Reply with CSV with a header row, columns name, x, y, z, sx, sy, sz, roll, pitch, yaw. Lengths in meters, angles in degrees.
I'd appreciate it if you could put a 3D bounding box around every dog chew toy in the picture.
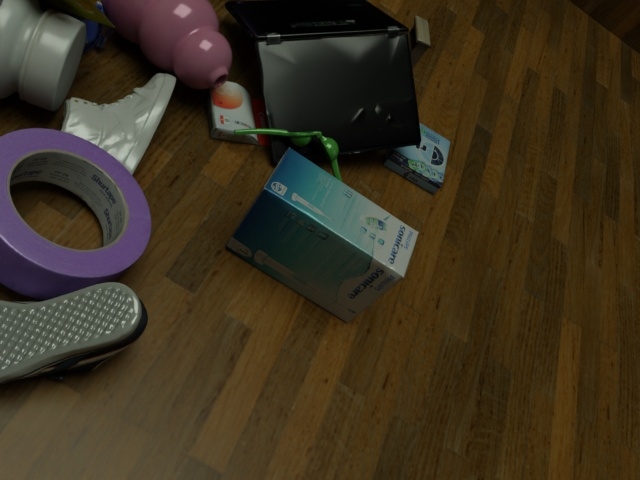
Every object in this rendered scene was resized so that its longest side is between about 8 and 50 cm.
name,x,y,z,sx,sy,sz,roll,pitch,yaw
dog chew toy,-0.311,-0.457,1.247,0.332,0.206,0.206,50,49,9

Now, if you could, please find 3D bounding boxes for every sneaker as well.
name,x,y,z,sx,sy,sz,roll,pitch,yaw
sneaker,-0.413,0.145,0.860,0.321,0.127,0.126,-8,70,-6
sneaker,-0.394,-0.250,1.130,0.169,0.108,0.293,26,51,-17

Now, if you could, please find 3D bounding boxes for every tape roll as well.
name,x,y,z,sx,sy,sz,roll,pitch,yaw
tape roll,-0.417,-0.043,0.944,0.274,0.090,0.275,30,41,-30

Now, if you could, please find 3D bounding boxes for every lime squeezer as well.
name,x,y,z,sx,sy,sz,roll,pitch,yaw
lime squeezer,-0.033,-0.198,1.297,0.310,0.110,0.059,31,23,-19

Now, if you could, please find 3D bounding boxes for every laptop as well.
name,x,y,z,sx,sy,sz,roll,pitch,yaw
laptop,0.005,-0.411,1.435,0.381,0.236,0.408,-10,40,-21

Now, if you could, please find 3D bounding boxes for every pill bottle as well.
name,x,y,z,sx,sy,sz,roll,pitch,yaw
pill bottle,-0.615,-0.371,1.017,0.361,0.204,0.204,20,52,-18

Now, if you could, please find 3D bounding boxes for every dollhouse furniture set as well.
name,x,y,z,sx,sy,sz,roll,pitch,yaw
dollhouse furniture set,0.154,-0.556,1.618,0.242,0.161,0.212,17,53,-20

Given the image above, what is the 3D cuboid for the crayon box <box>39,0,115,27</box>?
name,x,y,z,sx,sy,sz,roll,pitch,yaw
crayon box,-0.525,-0.489,1.026,0.318,0.202,0.081,21,91,-1

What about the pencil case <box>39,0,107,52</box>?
name,x,y,z,sx,sy,sz,roll,pitch,yaw
pencil case,-0.573,-0.508,1.186,0.306,0.119,0.133,40,69,-2

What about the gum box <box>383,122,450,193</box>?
name,x,y,z,sx,sy,sz,roll,pitch,yaw
gum box,0.255,-0.229,1.541,0.157,0.041,0.184,29,49,-12

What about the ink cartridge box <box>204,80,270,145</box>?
name,x,y,z,sx,sy,sz,roll,pitch,yaw
ink cartridge box,-0.165,-0.286,1.331,0.179,0.045,0.145,2,60,-26

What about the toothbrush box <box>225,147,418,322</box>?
name,x,y,z,sx,sy,sz,roll,pitch,yaw
toothbrush box,0.000,0.000,1.124,0.295,0.216,0.126,32,49,-7
